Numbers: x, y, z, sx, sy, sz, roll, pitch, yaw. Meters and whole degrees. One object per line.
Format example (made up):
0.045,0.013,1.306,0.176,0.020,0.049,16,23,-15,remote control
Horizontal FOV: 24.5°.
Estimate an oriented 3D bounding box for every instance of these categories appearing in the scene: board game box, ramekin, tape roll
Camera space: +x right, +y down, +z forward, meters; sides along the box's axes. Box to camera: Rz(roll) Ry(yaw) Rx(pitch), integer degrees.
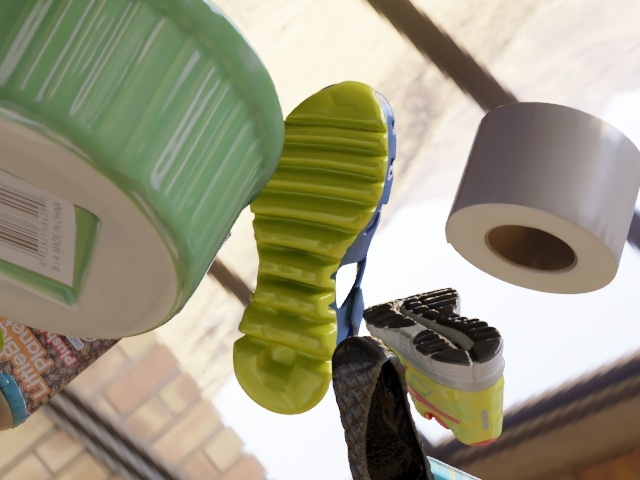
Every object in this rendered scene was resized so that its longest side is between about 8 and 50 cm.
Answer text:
-0.269,0.049,1.719,0.291,0.141,0.232,-39,-175,9,board game box
-0.191,-0.064,1.029,0.303,0.303,0.148,-35,-154,52,ramekin
0.310,-0.056,2.037,0.246,0.246,0.169,-34,-148,62,tape roll

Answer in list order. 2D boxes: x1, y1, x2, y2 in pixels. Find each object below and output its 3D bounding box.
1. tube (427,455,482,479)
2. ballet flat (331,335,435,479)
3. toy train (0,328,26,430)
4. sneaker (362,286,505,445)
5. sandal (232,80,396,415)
0.193,0.309,1.710,0.052,0.207,0.080,-50,-154,33,tube
0.048,0.145,1.041,0.057,0.173,0.049,-29,-153,-19,ballet flat
-0.358,0.101,1.363,0.143,0.248,0.105,-25,-145,-33,toy train
0.089,0.100,1.152,0.081,0.094,0.208,-15,-164,-7,sneaker
0.000,0.000,1.398,0.138,0.126,0.317,-28,136,-67,sandal
